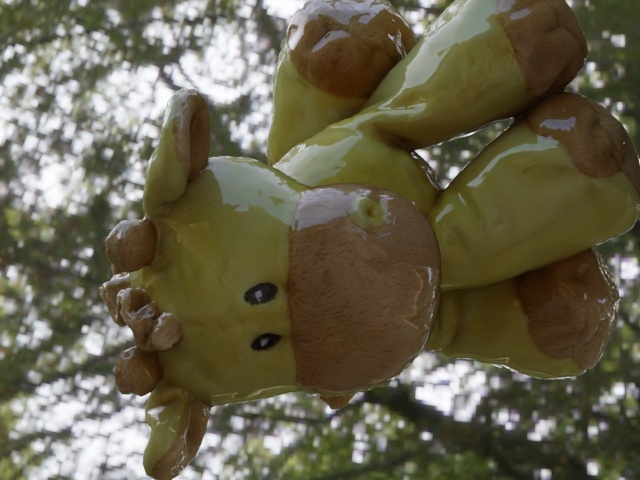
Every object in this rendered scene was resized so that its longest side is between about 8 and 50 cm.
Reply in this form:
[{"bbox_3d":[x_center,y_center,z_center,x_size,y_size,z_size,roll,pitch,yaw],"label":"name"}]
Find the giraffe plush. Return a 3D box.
[{"bbox_3d":[0.000,0.000,0.524,0.210,0.170,0.181,-21,-88,28],"label":"giraffe plush"}]
